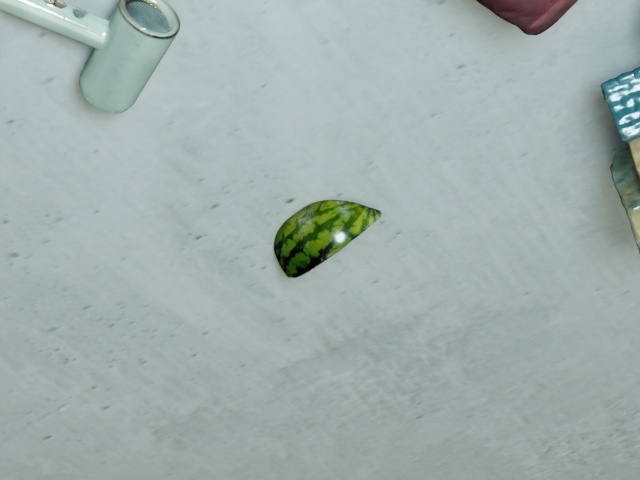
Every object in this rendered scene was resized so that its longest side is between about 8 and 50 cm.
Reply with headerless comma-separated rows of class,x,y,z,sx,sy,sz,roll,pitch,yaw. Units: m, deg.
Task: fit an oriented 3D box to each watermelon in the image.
watermelon,-0.003,0.007,1.653,0.163,0.069,0.087,-37,131,29

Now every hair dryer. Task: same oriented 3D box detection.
hair dryer,-0.285,-0.229,1.336,0.236,0.073,0.131,19,132,-26

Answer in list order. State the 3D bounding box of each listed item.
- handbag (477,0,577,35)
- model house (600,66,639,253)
handbag,0.233,-0.332,1.275,0.135,0.146,0.225,23,130,-36
model house,0.449,-0.190,1.483,0.267,0.194,0.325,-21,124,14
